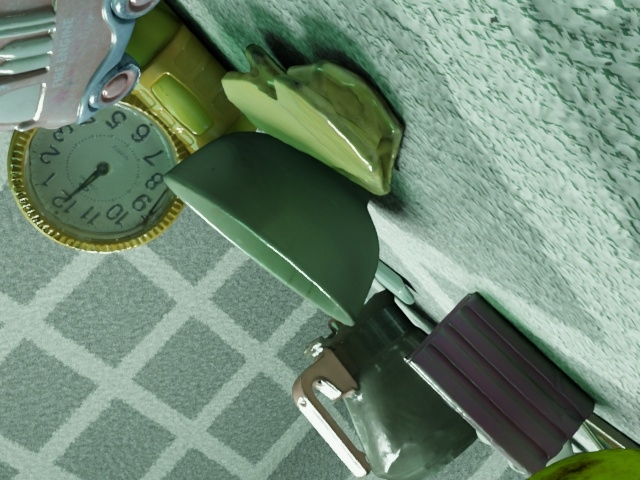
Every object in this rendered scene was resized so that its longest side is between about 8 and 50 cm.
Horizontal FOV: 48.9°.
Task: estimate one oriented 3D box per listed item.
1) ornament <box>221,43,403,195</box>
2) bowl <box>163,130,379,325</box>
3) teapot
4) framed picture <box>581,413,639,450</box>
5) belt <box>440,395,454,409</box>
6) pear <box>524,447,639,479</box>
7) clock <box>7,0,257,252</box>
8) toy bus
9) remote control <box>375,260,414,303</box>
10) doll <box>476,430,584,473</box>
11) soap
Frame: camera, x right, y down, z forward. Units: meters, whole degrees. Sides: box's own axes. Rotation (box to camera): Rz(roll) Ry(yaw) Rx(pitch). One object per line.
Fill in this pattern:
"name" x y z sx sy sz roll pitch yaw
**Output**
"ornament" 0.011 -0.095 0.625 0.180 0.059 0.201 43 174 -34
"bowl" -0.032 -0.039 0.849 0.289 0.146 0.289 37 171 7
"teapot" 0.130 0.300 1.426 0.362 0.376 0.306 50 134 11
"framed picture" 0.432 0.314 0.921 0.250 0.016 0.184 47 175 -37
"belt" 0.233 0.202 1.023 0.139 0.105 0.058 10 153 31
"pear" 0.297 0.380 0.645 0.391 0.391 0.391 43 175 4
"clock" -0.257 -0.138 0.937 0.244 0.317 0.200 45 -178 -26
"toy bus" -0.306 -0.228 0.673 0.197 0.231 0.294 46 138 4
"remote control" 0.109 0.058 1.288 0.162 0.029 0.061 40 172 42
"doll" 0.371 0.358 1.271 0.180 0.110 0.107 43 135 23
"soap" 0.216 0.174 0.856 0.203 0.122 0.065 44 175 4
